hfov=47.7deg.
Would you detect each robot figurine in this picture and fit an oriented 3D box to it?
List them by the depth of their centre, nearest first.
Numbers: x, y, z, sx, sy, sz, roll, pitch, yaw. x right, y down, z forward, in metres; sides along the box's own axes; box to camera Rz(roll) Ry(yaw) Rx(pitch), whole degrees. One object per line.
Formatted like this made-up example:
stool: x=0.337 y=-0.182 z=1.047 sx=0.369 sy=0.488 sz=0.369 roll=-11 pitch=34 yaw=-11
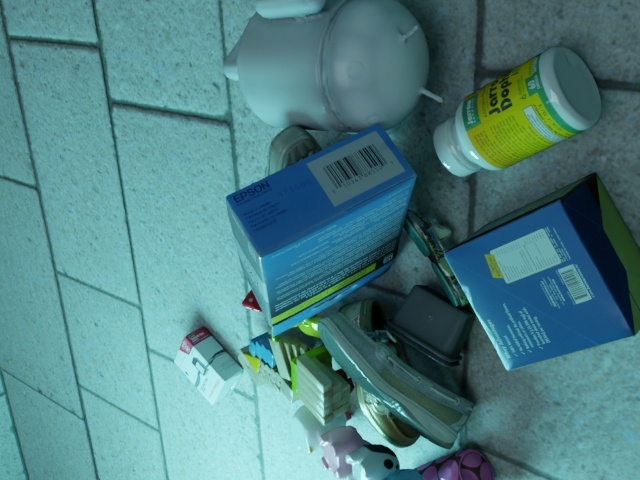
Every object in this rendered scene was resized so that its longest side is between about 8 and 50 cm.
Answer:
robot figurine: x=0.016 y=-0.267 z=1.102 sx=0.354 sy=0.199 sz=0.300 roll=11 pitch=156 yaw=38

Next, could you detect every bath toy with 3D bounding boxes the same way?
bath toy: x=0.077 y=0.412 z=1.364 sx=0.348 sy=0.129 sz=0.151 roll=23 pitch=122 yaw=54

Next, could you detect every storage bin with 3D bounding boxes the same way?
storage bin: x=0.193 y=0.139 z=1.221 sx=0.135 sy=0.098 sz=0.091 roll=32 pitch=100 yaw=28

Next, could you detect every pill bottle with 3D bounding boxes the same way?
pill bottle: x=0.260 y=-0.166 z=0.990 sx=0.208 sy=0.118 sz=0.117 roll=-26 pitch=91 yaw=46

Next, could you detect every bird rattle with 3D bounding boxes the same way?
bird rattle: x=-0.037 y=0.088 z=1.374 sx=0.206 sy=0.143 sz=0.253 roll=-63 pitch=23 yaw=13

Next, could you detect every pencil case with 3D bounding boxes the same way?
pencil case: x=0.225 y=0.459 z=1.338 sx=0.098 sy=0.095 sz=0.209 roll=41 pitch=138 yaw=-10

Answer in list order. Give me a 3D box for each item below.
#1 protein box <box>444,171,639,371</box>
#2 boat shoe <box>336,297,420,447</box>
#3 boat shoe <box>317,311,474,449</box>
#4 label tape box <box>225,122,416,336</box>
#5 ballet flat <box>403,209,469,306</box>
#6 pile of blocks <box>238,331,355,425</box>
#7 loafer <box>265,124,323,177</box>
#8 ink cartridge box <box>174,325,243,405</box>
protein box: x=0.325 y=0.048 z=1.019 sx=0.201 sy=0.136 sz=0.199 roll=-30 pitch=89 yaw=45
boat shoe: x=0.118 y=0.243 z=1.318 sx=0.089 sy=0.105 sz=0.285 roll=-25 pitch=91 yaw=48
boat shoe: x=0.127 y=0.224 z=1.231 sx=0.320 sy=0.103 sz=0.118 roll=42 pitch=165 yaw=-9
label tape box: x=0.000 y=0.000 z=1.128 sx=0.115 sy=0.249 sz=0.347 roll=57 pitch=166 yaw=20
ballet flat: x=0.197 y=0.016 z=1.176 sx=0.070 sy=0.070 sz=0.188 roll=-30 pitch=93 yaw=45
pile of blocks: x=-0.043 y=0.234 z=1.430 sx=0.362 sy=0.113 sz=0.148 roll=10 pitch=119 yaw=57
loafer: x=-0.054 y=-0.103 z=1.230 sx=0.111 sy=0.112 sz=0.319 roll=51 pitch=165 yaw=19
ink cartridge box: x=-0.267 y=0.298 z=1.716 sx=0.150 sy=0.063 sz=0.109 roll=44 pitch=132 yaw=18
